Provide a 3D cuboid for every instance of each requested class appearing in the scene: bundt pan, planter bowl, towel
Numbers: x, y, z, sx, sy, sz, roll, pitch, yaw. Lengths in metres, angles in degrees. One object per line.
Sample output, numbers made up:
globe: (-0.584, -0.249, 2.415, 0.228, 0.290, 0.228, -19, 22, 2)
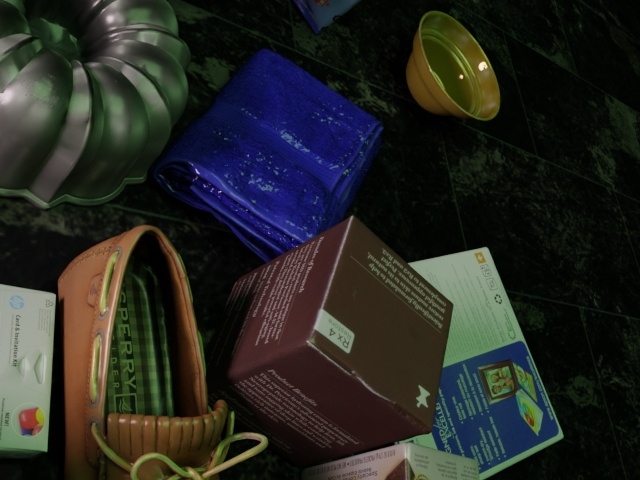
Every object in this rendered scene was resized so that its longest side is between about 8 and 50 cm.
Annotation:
bundt pan: (-0.270, -0.205, 0.754, 0.331, 0.124, 0.330, 24, 52, -35)
planter bowl: (0.217, -0.290, 1.311, 0.217, 0.090, 0.217, 23, 54, -36)
towel: (-0.043, -0.113, 0.932, 0.228, 0.076, 0.308, 36, 43, -9)

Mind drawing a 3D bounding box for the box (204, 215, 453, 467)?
box: (0.003, 0.115, 0.786, 0.168, 0.203, 0.167, 41, 44, -22)

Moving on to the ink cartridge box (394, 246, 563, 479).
ink cartridge box: (0.171, 0.174, 1.018, 0.307, 0.072, 0.303, -10, 75, -36)

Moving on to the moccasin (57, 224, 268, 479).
moccasin: (-0.140, 0.172, 0.653, 0.139, 0.147, 0.379, 11, 61, -41)

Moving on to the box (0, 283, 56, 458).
box: (-0.316, 0.100, 0.601, 0.186, 0.038, 0.145, 14, 59, -39)

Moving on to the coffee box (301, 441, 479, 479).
coffee box: (0.072, 0.374, 0.737, 0.119, 0.168, 0.297, 23, 53, -35)

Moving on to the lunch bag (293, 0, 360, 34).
lunch bag: (-0.002, -0.507, 1.115, 0.293, 0.221, 0.138, 49, 42, -14)
